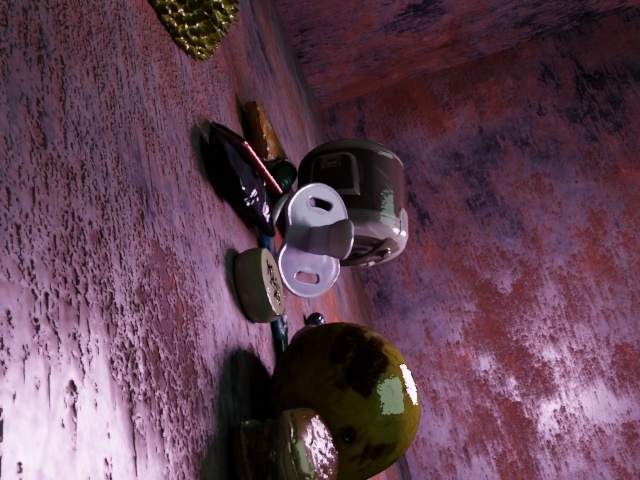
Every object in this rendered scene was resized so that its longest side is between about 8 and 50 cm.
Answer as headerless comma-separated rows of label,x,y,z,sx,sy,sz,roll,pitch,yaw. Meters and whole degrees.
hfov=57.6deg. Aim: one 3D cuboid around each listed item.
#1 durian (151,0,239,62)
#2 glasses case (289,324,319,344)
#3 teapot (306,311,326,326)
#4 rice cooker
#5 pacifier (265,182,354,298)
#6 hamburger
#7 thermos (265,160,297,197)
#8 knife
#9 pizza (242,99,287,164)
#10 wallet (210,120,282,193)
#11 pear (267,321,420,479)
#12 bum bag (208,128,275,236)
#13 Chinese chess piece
durian,-0.267,-0.474,1.084,0.169,0.157,0.355,37,-15,32
glasses case,0.034,0.320,1.207,0.075,0.122,0.314,-6,58,-49
teapot,-0.012,0.236,1.567,0.049,0.063,0.083,-46,128,-44
rice cooker,0.079,-0.086,1.642,0.335,0.335,0.325,58,32,-64
pacifier,0.000,0.000,1.352,0.227,0.207,0.279,14,84,-44
hamburger,-0.045,0.326,0.816,0.159,0.131,0.185,58,21,-52
thermos,-0.108,-0.166,1.565,0.188,0.073,0.083,-81,155,-71
knife,-0.098,0.119,1.243,0.044,0.026,0.297,34,40,-60
pizza,-0.145,-0.255,1.508,0.161,0.062,0.182,-104,167,-49
wallet,-0.153,-0.169,1.224,0.103,0.020,0.196,32,-14,32
pear,0.035,0.279,1.013,0.283,0.283,0.284,-16,90,-82
bum bag,-0.147,-0.104,1.180,0.310,0.074,0.137,58,8,-66
Chinese chess piece,-0.111,0.084,1.096,0.144,0.058,0.144,-15,90,-82
